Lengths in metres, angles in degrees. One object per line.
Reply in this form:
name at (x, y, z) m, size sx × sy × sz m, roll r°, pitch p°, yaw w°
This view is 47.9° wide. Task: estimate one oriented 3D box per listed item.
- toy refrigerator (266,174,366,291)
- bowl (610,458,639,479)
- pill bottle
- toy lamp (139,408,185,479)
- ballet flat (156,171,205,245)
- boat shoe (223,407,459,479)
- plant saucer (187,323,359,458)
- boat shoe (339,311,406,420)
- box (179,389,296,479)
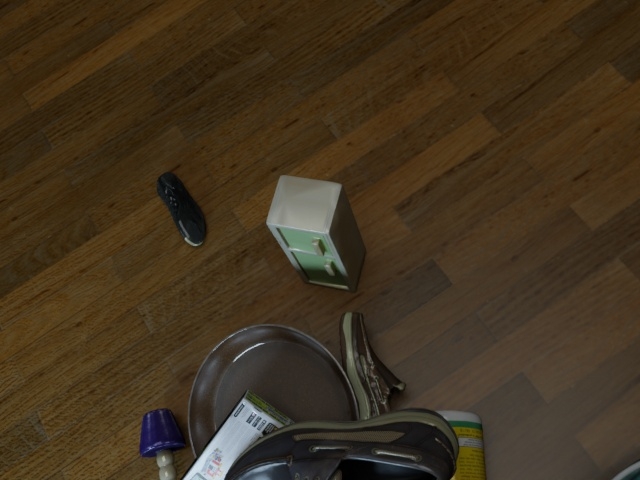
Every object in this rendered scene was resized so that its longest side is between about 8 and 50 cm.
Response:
toy refrigerator at (0.000, 0.000, 1.192) m, size 0.102 × 0.269 × 0.094 m, roll 10°, pitch 69°, yaw 15°
bowl at (0.506, 0.390, 0.936) m, size 0.311 × 0.163 × 0.311 m, roll 3°, pitch 98°, yaw 23°
pill bottle at (0.190, 0.367, 1.075) m, size 0.117 × 0.117 × 0.208 m, roll -3°, pitch 67°, yaw 11°
toy lamp at (-0.244, 0.412, 1.172) m, size 0.080 × 0.080 × 0.275 m, roll -19°, pitch 63°, yaw 4°
ballet flat at (-0.271, -0.059, 1.410) m, size 0.057 × 0.049 × 0.173 m, roll -15°, pitch 64°, yaw -31°
boat shoe at (0.015, 0.326, 0.999) m, size 0.355 × 0.130 × 0.132 m, roll -20°, pitch 100°, yaw 15°
plant saucer at (-0.072, 0.289, 1.157) m, size 0.310 × 0.050 × 0.311 m, roll -3°, pitch 84°, yaw 26°
boat shoe at (0.092, 0.239, 1.172) m, size 0.095 × 0.095 × 0.257 m, roll -10°, pitch 77°, yaw 5°
box at (-0.127, 0.344, 1.109) m, size 0.114 × 0.036 × 0.207 m, roll 36°, pitch 102°, yaw -3°
